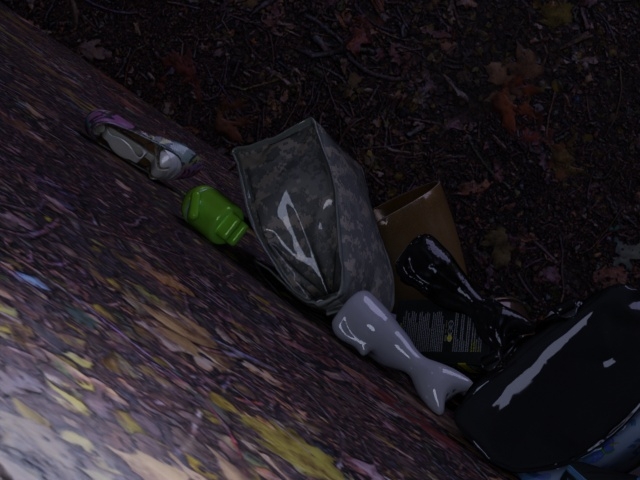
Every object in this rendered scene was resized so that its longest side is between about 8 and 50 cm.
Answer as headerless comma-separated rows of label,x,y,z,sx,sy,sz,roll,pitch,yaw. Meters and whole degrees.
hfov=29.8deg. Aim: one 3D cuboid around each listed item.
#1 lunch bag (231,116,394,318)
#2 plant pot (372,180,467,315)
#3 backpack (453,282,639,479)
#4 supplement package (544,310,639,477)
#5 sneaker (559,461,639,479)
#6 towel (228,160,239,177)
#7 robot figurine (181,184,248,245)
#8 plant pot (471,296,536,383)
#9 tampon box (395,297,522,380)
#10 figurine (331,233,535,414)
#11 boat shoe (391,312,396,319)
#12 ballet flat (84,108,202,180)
lunch bag,0.000,0.000,1.810,0.235,0.169,0.287,36,35,-65
plant pot,0.160,0.060,2.089,0.254,0.237,0.237,61,1,-6
backpack,0.358,0.218,1.634,0.273,0.290,0.355,52,4,7
supplement package,0.502,0.300,2.212,0.263,0.198,0.199,37,4,40
sneaker,0.432,0.357,1.489,0.341,0.125,0.140,34,-2,-34
towel,-0.005,-0.058,2.375,0.329,0.037,0.237,26,-7,33
robot figurine,-0.160,-0.039,1.788,0.115,0.067,0.101,37,-2,32
plant pot,0.296,0.204,1.893,0.167,0.167,0.165,30,21,-46
tampon box,0.206,0.151,1.804,0.161,0.101,0.120,-3,-19,33
figurine,0.157,0.123,1.674,0.209,0.215,0.092,38,-26,23
boat shoe,0.093,0.135,1.998,0.142,0.049,0.040,28,-38,49
ballet flat,-0.301,-0.149,2.037,0.222,0.077,0.079,27,25,-25
